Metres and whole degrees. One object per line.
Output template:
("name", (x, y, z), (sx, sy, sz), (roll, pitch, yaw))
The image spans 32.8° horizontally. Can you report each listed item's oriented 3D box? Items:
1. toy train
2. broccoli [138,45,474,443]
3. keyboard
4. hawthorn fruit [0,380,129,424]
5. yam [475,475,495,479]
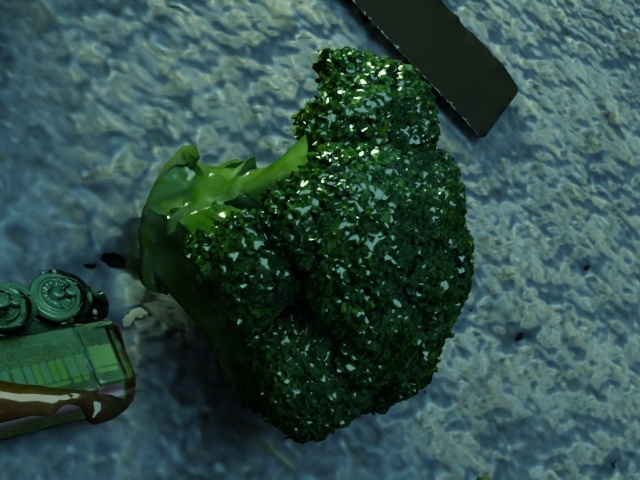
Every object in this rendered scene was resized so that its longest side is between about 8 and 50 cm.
("toy train", (-0.152, 0.054, 0.459), (0.148, 0.038, 0.070), (-9, 71, -38))
("broccoli", (0.000, 0.000, 0.519), (0.156, 0.195, 0.195), (21, 44, 22))
("keyboard", (0.056, -0.155, 0.739), (0.196, 0.015, 0.074), (45, 52, -7))
("hawthorn fruit", (-0.178, 0.048, 0.315), (0.243, 0.207, 0.207), (-3, 67, -15))
("yam", (0.091, 0.196, 0.534), (0.070, 0.070, 0.146), (15, 85, -29))
